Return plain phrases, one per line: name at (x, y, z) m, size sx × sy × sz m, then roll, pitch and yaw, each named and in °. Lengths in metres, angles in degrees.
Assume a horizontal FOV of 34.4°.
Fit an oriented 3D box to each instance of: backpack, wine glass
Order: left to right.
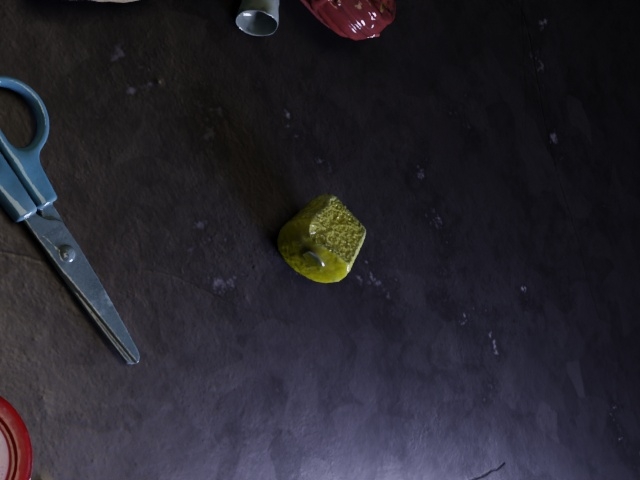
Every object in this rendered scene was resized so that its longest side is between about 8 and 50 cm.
wine glass at (-0.097, -0.429, 1.760) m, size 0.073 × 0.073 × 0.155 m, roll 26°, pitch 58°, yaw -31°
backpack at (0.046, -0.457, 1.847) m, size 0.229 × 0.138 × 0.229 m, roll 34°, pitch 40°, yaw -33°

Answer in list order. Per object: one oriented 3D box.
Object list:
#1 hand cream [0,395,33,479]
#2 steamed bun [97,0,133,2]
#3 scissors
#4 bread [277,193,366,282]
hand cream at (-0.449, 0.266, 1.222) m, size 0.193 × 0.125 × 0.193 m, roll 11°, pitch 72°, yaw -38°
steamed bun at (-0.336, -0.462, 1.543) m, size 0.231 × 0.110 × 0.213 m, roll -9°, pitch 100°, yaw -44°
scissors at (-0.375, -0.015, 1.428) m, size 0.192 × 0.029 × 0.447 m, roll -39°, pitch 102°, yaw -39°
bread at (0.000, 0.000, 1.684) m, size 0.129 × 0.111 × 0.114 m, roll 50°, pitch 47°, yaw -14°
